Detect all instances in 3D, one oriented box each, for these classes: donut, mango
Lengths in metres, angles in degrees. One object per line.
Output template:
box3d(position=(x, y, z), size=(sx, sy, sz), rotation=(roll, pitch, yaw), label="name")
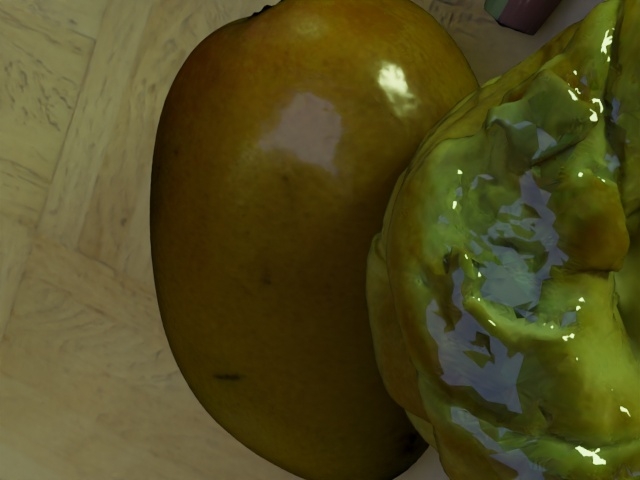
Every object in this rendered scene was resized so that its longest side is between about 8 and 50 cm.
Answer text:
box3d(position=(0.197, 0.032, 0.977), size=(0.360, 0.170, 0.360), rotation=(0, 87, 7), label="donut")
box3d(position=(0.000, 0.000, 1.156), size=(0.211, 0.173, 0.317), rotation=(5, 105, 16), label="mango")

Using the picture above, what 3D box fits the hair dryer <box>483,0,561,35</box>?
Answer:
box3d(position=(0.107, -0.209, 1.170), size=(0.154, 0.054, 0.106), rotation=(47, 115, 30), label="hair dryer")
